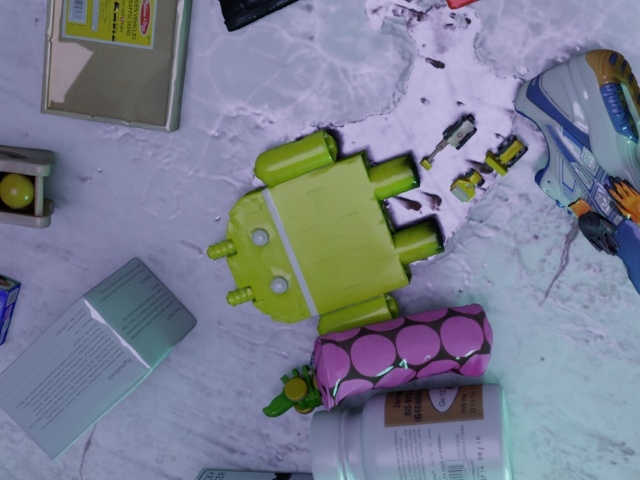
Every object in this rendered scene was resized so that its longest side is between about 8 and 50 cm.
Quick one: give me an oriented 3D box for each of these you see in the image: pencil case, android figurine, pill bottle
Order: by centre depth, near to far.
[{"bbox_3d":[0.095,0.137,1.205,0.209,0.095,0.098,-10,118,-8],"label":"pencil case"},{"bbox_3d":[0.109,0.244,1.233,0.229,0.131,0.131,-7,102,11],"label":"pill bottle"},{"bbox_3d":[0.000,0.000,1.235,0.273,0.056,0.248,-18,100,12],"label":"android figurine"}]

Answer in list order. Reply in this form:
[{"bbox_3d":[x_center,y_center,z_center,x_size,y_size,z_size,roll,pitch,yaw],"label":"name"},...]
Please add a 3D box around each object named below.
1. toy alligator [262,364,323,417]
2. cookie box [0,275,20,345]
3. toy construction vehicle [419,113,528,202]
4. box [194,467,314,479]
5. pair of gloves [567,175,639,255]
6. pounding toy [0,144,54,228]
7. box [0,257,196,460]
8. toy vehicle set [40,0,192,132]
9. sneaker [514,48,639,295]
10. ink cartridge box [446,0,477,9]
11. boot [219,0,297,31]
[{"bbox_3d":[0.016,0.168,1.277,0.190,0.056,0.051,-19,58,5],"label":"toy alligator"},{"bbox_3d":[-0.454,0.081,1.339,0.107,0.040,0.091,21,106,4],"label":"cookie box"},{"bbox_3d":[0.175,-0.099,1.193,0.086,0.035,0.098,37,110,-12],"label":"toy construction vehicle"},{"bbox_3d":[-0.020,0.385,1.313,0.290,0.087,0.169,-1,103,10],"label":"box"},{"bbox_3d":[0.309,-0.025,1.097,0.074,0.010,0.083,51,133,1],"label":"pair of gloves"},{"bbox_3d":[-0.446,-0.103,1.234,0.270,0.154,0.154,7,105,8],"label":"pounding toy"},{"bbox_3d":[-0.269,0.137,1.247,0.182,0.181,0.119,-42,93,16],"label":"box"},{"bbox_3d":[-0.237,-0.270,1.218,0.166,0.035,0.266,10,105,7],"label":"toy vehicle set"},{"bbox_3d":[0.314,-0.061,1.153,0.131,0.112,0.296,-15,102,35],"label":"sneaker"},{"bbox_3d":[0.202,-0.461,1.045,0.308,0.091,0.385,-18,106,17],"label":"ink cartridge box"},{"bbox_3d":[-0.079,-0.304,1.180,0.121,0.045,0.099,-21,96,14],"label":"boot"}]
